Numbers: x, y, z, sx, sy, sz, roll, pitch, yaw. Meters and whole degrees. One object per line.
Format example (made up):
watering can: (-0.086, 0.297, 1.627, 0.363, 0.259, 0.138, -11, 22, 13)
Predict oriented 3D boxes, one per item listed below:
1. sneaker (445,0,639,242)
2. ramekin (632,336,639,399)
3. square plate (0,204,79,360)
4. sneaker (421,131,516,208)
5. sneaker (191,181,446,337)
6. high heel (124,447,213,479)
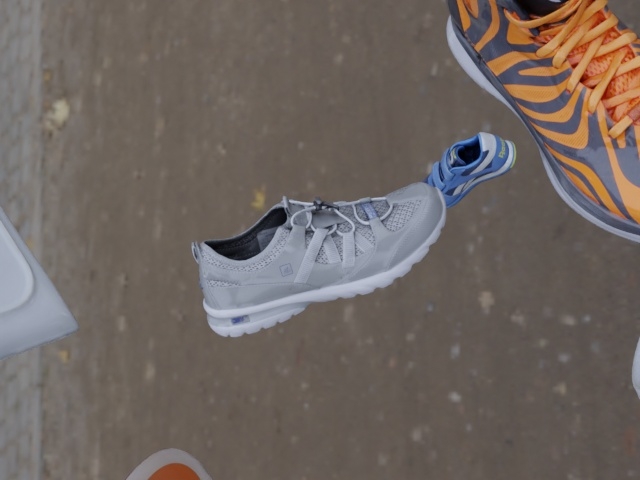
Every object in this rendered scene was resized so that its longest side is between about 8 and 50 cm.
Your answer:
sneaker: (0.188, -0.130, 0.882, 0.124, 0.180, 0.321, -41, 62, -7)
ramekin: (0.508, 0.126, 1.564, 0.273, 0.127, 0.273, -64, 1, 3)
square plate: (-0.500, 0.012, 1.425, 0.344, 0.347, 0.049, 55, 134, 14)
sneaker: (0.161, -0.085, 1.452, 0.144, 0.059, 0.053, -35, 51, 31)
sneaker: (0.000, 0.000, 1.267, 0.115, 0.281, 0.105, 69, 172, -28)
high heel: (-0.170, 0.366, 1.065, 0.377, 0.127, 0.181, -80, 12, -50)
